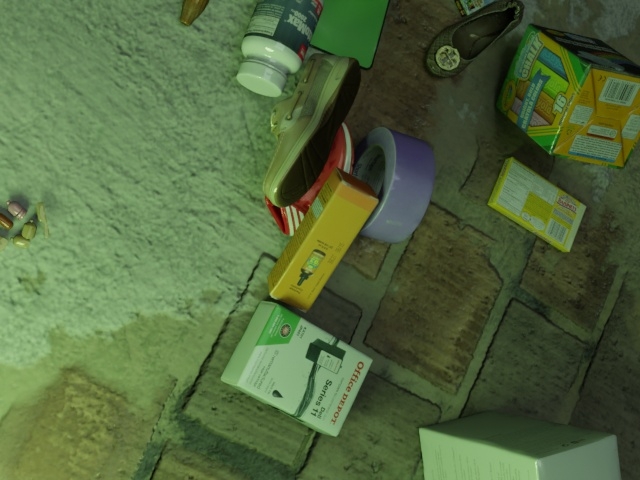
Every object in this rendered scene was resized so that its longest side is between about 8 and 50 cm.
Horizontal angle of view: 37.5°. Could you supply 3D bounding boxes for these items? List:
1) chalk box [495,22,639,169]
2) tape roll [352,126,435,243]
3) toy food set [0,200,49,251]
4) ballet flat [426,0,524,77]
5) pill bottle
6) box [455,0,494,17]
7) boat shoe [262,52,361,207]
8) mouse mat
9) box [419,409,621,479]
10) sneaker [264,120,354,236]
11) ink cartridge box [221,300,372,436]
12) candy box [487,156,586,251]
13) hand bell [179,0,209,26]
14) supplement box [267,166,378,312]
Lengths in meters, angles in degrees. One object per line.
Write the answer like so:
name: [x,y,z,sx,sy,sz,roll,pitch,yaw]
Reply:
chalk box: [0.463,-0.285,1.768,0.180,0.289,0.179,8,117,-23]
tape roll: [0.112,-0.094,1.614,0.080,0.189,0.189,16,81,-23]
toy food set: [-0.478,-0.021,1.429,0.122,0.019,0.078,-11,92,-17]
ballet flat: [0.300,-0.390,1.787,0.250,0.058,0.084,-35,102,-22]
pill bottle: [-0.072,-0.339,1.583,0.108,0.108,0.180,24,78,-22]
box: [0.283,-0.509,1.801,0.094,0.027,0.137,-31,101,-22]
boat shoe: [-0.032,-0.188,1.562,0.098,0.109,0.302,18,66,19]
mouse mat: [0.050,-0.418,1.700,0.152,0.007,0.190,19,81,-23]
box: [0.339,0.429,1.611,0.168,0.345,0.215,-9,92,-26]
sneaker: [-0.021,-0.109,1.610,0.128,0.087,0.221,8,83,-26]
ink cartridge box: [-0.037,0.217,1.586,0.208,0.087,0.153,31,76,-22]
candy box: [0.427,-0.069,1.850,0.206,0.027,0.105,30,73,-21]
hand bell: [-0.173,-0.467,1.561,0.126,0.126,0.242,28,90,-22]
supplement box: [0.000,0.000,1.564,0.078,0.080,0.233,27,105,-21]
